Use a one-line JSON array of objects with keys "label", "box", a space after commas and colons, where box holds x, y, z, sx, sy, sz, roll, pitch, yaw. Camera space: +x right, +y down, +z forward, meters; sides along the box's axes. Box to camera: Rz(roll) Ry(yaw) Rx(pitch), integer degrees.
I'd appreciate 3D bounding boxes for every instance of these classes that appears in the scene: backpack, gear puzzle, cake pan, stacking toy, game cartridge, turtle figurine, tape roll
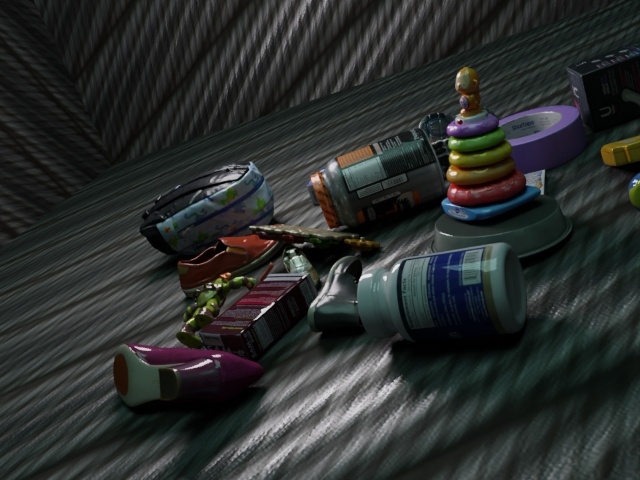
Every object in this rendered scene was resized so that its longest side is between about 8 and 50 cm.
[{"label": "backpack", "box": [-0.313, -0.098, 2.202, 0.356, 0.273, 0.290, -38, 12, 19]}, {"label": "gear puzzle", "box": [0.000, 0.000, 1.834, 0.339, 0.044, 0.175, 7, 6, 32]}, {"label": "cake pan", "box": [0.368, -0.032, 1.536, 0.293, 0.054, 0.293, -14, 17, 4]}, {"label": "stacking toy", "box": [0.321, -0.203, 1.507, 0.166, 0.301, 0.175, -21, 19, -20]}, {"label": "game cartridge", "box": [0.743, -0.215, 1.536, 0.286, 0.052, 0.324, -15, 1, 18]}, {"label": "turtle figurine", "box": [-0.237, 0.136, 1.668, 0.270, 0.087, 0.217, -26, 20, 23]}, {"label": "tape roll", "box": [0.549, -0.261, 1.938, 0.275, 0.090, 0.274, -18, 21, 7]}]

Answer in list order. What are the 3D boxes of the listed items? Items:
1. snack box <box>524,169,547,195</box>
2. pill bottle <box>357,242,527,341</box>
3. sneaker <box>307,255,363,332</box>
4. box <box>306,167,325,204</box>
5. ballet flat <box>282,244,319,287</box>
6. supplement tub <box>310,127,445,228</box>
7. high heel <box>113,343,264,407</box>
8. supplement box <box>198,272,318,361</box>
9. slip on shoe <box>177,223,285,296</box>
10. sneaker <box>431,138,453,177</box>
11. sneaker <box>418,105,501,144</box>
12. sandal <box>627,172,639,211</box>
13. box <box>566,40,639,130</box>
[{"label": "snack box", "box": [0.493, -0.118, 1.722, 0.064, 0.022, 0.178, -13, 22, 24]}, {"label": "pill bottle", "box": [0.206, 0.095, 1.272, 0.265, 0.153, 0.153, -10, 23, 29]}, {"label": "sneaker", "box": [0.071, 0.110, 1.499, 0.118, 0.083, 0.222, -2, 34, 28]}, {"label": "box", "box": [0.046, -0.176, 2.246, 0.126, 0.072, 0.137, -9, 23, 29]}, {"label": "ballet flat", "box": [-0.056, 0.061, 1.747, 0.073, 0.067, 0.206, -24, 20, -9]}, {"label": "supplement tub", "box": [0.146, -0.152, 1.911, 0.316, 0.193, 0.193, -20, 20, 4]}, {"label": "high heel", "box": [-0.276, 0.266, 1.455, 0.181, 0.127, 0.377, 0, 0, -36]}, {"label": "supplement box", "box": [-0.125, 0.159, 1.559, 0.130, 0.073, 0.239, -3, 26, 42]}, {"label": "slip on shoe", "box": [-0.227, 0.032, 1.948, 0.331, 0.101, 0.123, -28, 19, -21]}, {"label": "sneaker", "box": [0.301, -0.226, 2.081, 0.279, 0.107, 0.118, -15, 15, 16]}, {"label": "sneaker", "box": [0.398, -0.316, 2.151, 0.297, 0.110, 0.129, -5, -16, -20]}, {"label": "sandal", "box": [0.725, -0.119, 1.372, 0.318, 0.126, 0.138, -13, 14, 1]}, {"label": "box", "box": [0.820, -0.422, 1.962, 0.271, 0.165, 0.143, -18, 21, 8]}]
